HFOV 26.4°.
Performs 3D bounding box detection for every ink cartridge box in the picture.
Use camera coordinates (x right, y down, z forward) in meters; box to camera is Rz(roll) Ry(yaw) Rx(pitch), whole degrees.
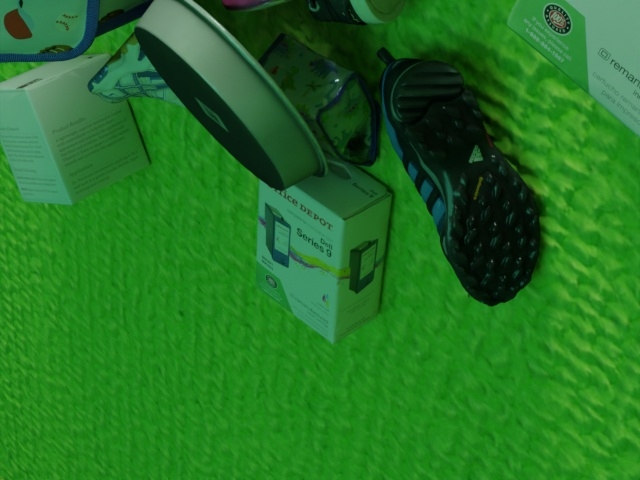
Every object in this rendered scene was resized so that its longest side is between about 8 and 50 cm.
[{"bbox_3d":[0.309,-0.244,1.136,0.211,0.121,0.289,44,142,19],"label":"ink cartridge box"},{"bbox_3d":[0.000,0.000,1.732,0.154,0.093,0.212,36,138,31],"label":"ink cartridge box"}]

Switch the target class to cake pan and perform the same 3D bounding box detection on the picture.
[{"bbox_3d":[-0.109,-0.166,1.568,0.293,0.054,0.293,45,172,8],"label":"cake pan"}]

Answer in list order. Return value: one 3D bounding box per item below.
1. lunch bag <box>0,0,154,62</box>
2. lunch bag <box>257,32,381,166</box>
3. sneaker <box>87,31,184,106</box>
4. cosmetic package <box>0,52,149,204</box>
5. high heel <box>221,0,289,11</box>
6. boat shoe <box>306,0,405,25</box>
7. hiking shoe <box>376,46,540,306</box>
[{"bbox_3d":[-0.300,-0.396,1.547,0.239,0.385,0.328,39,140,26],"label":"lunch bag"},{"bbox_3d":[-0.001,-0.156,1.614,0.128,0.096,0.151,33,165,32],"label":"lunch bag"},{"bbox_3d":[-0.217,-0.219,1.822,0.131,0.112,0.296,41,160,-13],"label":"sneaker"},{"bbox_3d":[-0.378,-0.166,2.022,0.151,0.151,0.184,5,118,50],"label":"cosmetic package"},{"bbox_3d":[-0.083,-0.327,1.524,0.244,0.082,0.117,-115,12,-68],"label":"high heel"},{"bbox_3d":[-0.019,-0.382,1.437,0.113,0.127,0.340,-5,122,40],"label":"boat shoe"},{"bbox_3d":[0.154,-0.073,1.503,0.132,0.113,0.304,-124,11,-66],"label":"hiking shoe"}]
